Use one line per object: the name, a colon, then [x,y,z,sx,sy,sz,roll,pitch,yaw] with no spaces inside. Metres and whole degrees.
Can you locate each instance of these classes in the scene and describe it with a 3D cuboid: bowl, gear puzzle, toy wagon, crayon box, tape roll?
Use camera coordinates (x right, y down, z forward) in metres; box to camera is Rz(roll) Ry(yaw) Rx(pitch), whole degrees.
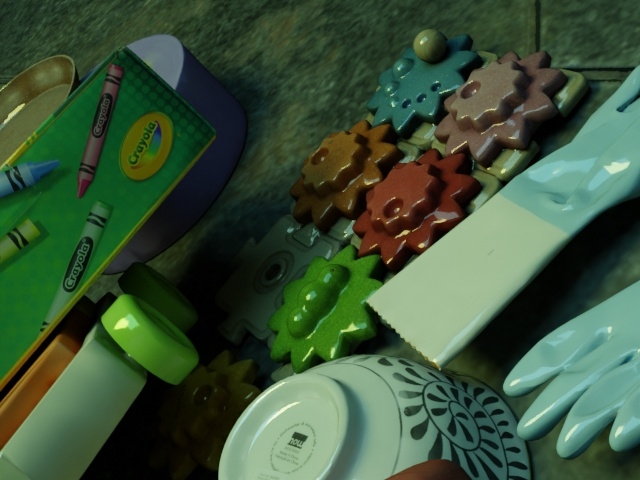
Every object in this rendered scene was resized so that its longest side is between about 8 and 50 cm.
bowl: [0.005,0.113,0.502,0.170,0.080,0.170,-29,37,24]
gear puzzle: [0.000,0.000,0.654,0.339,0.044,0.175,-50,34,-6]
toy wagon: [-0.177,0.137,0.585,0.267,0.068,0.344,-49,9,0]
crayon box: [-0.193,0.027,0.637,0.278,0.081,0.165,-53,11,-23]
tape roll: [-0.156,-0.071,0.864,0.189,0.080,0.189,-29,37,24]

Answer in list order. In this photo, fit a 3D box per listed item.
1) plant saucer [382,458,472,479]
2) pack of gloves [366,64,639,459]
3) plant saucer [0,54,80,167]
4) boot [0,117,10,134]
plant saucer: [-0.011,0.201,0.324,0.259,0.047,0.258,-25,44,-10]
pack of gloves: [0.157,0.002,0.506,0.232,0.046,0.195,-41,28,-5]
plant saucer: [-0.255,-0.082,0.883,0.168,0.029,0.168,-27,39,24]
boot: [-0.340,-0.040,1.014,0.207,0.090,0.248,-25,43,24]
